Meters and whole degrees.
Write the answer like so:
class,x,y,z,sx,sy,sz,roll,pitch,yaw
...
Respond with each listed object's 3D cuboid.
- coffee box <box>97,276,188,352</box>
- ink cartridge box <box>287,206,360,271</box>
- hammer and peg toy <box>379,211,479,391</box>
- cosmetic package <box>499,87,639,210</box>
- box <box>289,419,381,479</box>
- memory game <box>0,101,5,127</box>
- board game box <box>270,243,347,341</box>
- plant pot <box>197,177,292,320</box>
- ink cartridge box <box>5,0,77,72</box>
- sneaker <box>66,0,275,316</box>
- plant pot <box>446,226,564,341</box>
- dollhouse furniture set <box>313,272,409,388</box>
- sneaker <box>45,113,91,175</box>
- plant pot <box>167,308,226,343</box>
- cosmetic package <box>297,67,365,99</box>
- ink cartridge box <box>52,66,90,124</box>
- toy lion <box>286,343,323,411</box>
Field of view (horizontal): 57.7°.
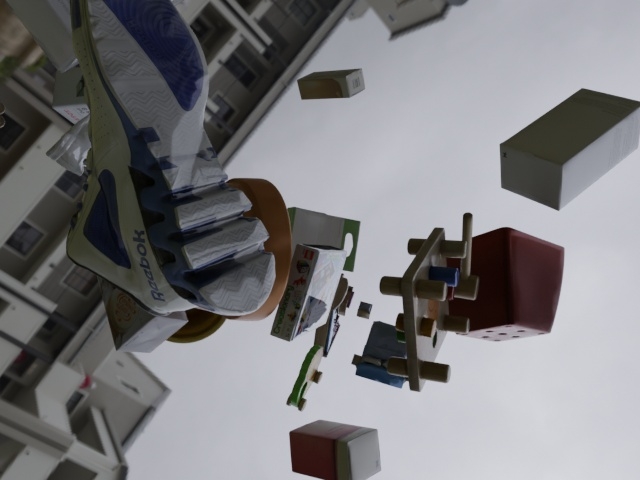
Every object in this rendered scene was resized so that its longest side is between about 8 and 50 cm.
class,x,y,z,sx,sy,sz,roll,pitch,yaw
coffee box,-0.403,0.105,1.287,0.141,0.098,0.247,-38,-120,22
ink cartridge box,0.000,0.000,1.804,0.056,0.235,0.171,0,-99,65
hammer and peg toy,0.237,0.105,1.220,0.127,0.266,0.361,4,-154,25
cosmetic package,0.679,-0.257,1.577,0.365,0.155,0.197,-34,-138,-20
box,0.041,0.618,1.709,0.232,0.148,0.127,-7,-93,41
memory game,-0.903,-0.337,1.482,0.012,0.186,0.186,-17,-139,44
board game box,-0.017,0.107,1.294,0.305,0.053,0.193,7,100,-76
plant pot,-0.215,0.016,1.133,0.291,0.203,0.291,-4,-95,56
ink cartridge box,-0.416,-0.560,1.120,0.166,0.285,0.395,-2,-142,52
sneaker,-0.181,-0.060,0.546,0.182,0.316,0.127,-21,179,34
plant pot,0.477,0.136,1.554,0.267,0.267,0.236,-23,-120,49
dollhouse furniture set,0.162,0.227,1.684,0.286,0.303,0.198,-61,163,-51
sneaker,-0.526,-0.212,1.297,0.080,0.094,0.212,-32,-153,25
plant pot,-0.375,0.142,1.591,0.254,0.254,0.239,-55,-170,-12
cosmetic package,0.020,-0.294,1.095,0.115,0.041,0.060,8,-147,37
ink cartridge box,-0.562,-0.390,1.634,0.289,0.211,0.122,-2,-105,10
toy lion,-0.023,0.233,1.013,0.034,0.096,0.100,21,-132,16
